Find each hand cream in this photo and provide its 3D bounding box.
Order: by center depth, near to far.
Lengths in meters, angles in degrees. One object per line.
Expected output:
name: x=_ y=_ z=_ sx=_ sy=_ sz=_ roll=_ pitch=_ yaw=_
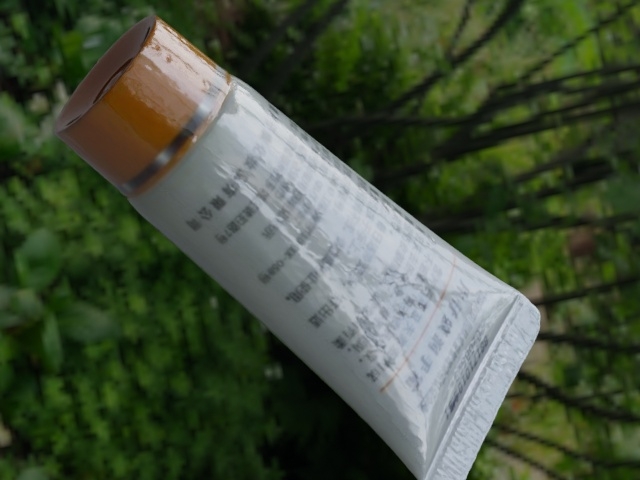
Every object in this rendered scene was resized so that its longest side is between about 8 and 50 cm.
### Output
hand cream: x=0.000 y=0.000 z=0.915 sx=0.314 sy=0.089 sz=0.140 roll=42 pitch=62 yaw=-16
